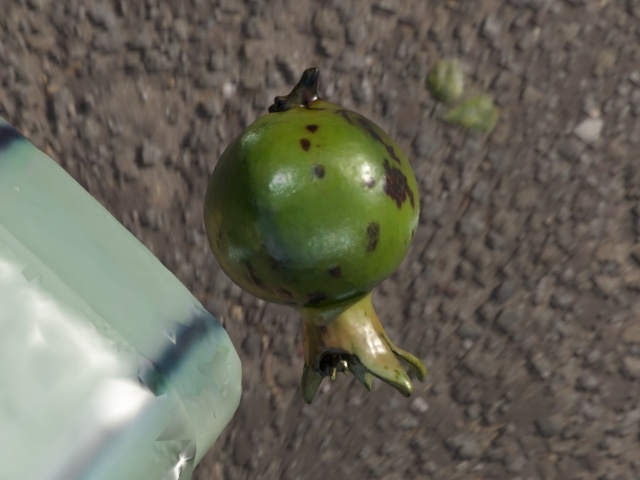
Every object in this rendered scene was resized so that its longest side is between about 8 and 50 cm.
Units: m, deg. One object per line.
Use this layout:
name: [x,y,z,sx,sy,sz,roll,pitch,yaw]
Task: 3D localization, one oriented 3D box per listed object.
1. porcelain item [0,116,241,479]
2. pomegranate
porcelain item: [-0.167,0.101,0.397,0.157,0.286,0.281,38,59,0]
pomegranate: [0.012,0.004,1.275,0.156,0.156,0.220,-37,101,-10]
